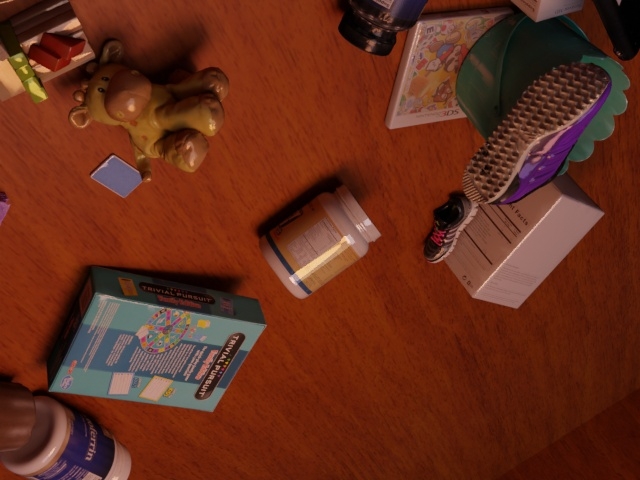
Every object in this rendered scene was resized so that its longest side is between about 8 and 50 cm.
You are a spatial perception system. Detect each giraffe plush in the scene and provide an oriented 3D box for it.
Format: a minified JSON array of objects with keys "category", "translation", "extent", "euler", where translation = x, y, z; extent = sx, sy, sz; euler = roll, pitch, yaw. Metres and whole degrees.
[{"category":"giraffe plush","translation":[-0.262,-0.201,1.330],"extent":[0.210,0.181,0.170],"euler":[-17,144,39]}]

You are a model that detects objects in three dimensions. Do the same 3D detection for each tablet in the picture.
[{"category":"tablet","translation":[-0.329,-0.104,1.482],"extent":[0.054,0.006,0.083],"euler":[-41,143,9]}]

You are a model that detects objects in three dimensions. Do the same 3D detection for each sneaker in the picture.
[{"category":"sneaker","translation":[0.373,-0.168,1.509],"extent":[0.146,0.102,0.293],"euler":[14,128,-47]},{"category":"sneaker","translation":[0.263,-0.028,1.943],"extent":[0.074,0.063,0.170],"euler":[14,117,-44]}]

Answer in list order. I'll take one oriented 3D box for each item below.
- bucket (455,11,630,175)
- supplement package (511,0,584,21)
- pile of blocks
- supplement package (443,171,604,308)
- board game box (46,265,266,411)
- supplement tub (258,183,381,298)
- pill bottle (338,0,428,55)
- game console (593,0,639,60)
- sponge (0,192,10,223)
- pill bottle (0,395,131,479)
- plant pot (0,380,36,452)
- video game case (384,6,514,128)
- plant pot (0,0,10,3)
[{"category":"bucket","translation":[0.392,-0.265,1.637],"extent":[0.281,0.183,0.281],"euler":[-20,141,-17]},{"category":"supplement package","translation":[0.387,-0.475,1.510],"extent":[0.105,0.105,0.179],"euler":[-20,141,-20]},{"category":"pile of blocks","translation":[-0.460,-0.221,1.177],"extent":[0.362,0.113,0.149],"euler":[-11,137,-26]},{"category":"supplement package","translation":[0.425,-0.024,1.967],"extent":[0.177,0.175,0.293],"euler":[16,121,-43]},{"category":"board game box","translation":[-0.309,0.194,1.710],"extent":[0.336,0.079,0.254],"euler":[14,124,-30]},{"category":"supplement tub","translation":[0.000,0.000,1.717],"extent":[0.199,0.144,0.144],"euler":[-36,142,3]},{"category":"pill bottle","translation":[0.114,-0.399,1.385],"extent":[0.122,0.123,0.219],"euler":[2,131,-37]},{"category":"game console","translation":[0.473,-0.521,1.419],"extent":[0.386,0.060,0.342],"euler":[38,71,-50]},{"category":"sponge","translation":[-0.586,-0.035,1.354],"extent":[0.210,0.031,0.117],"euler":[10,125,-42]},{"category":"pill bottle","translation":[-0.500,0.421,1.810],"extent":[0.153,0.153,0.265],"euler":[-35,143,3]},{"category":"plant pot","translation":[-0.611,0.313,1.620],"extent":[0.167,0.167,0.165],"euler":[-49,147,19]},{"category":"video game case","translation":[0.230,-0.310,1.643],"extent":[0.206,0.026,0.227],"euler":[-12,137,-26]},{"category":"plant pot","translation":[-0.410,-0.395,1.090],"extent":[0.236,0.032,0.236],"euler":[-19,139,-17]}]
